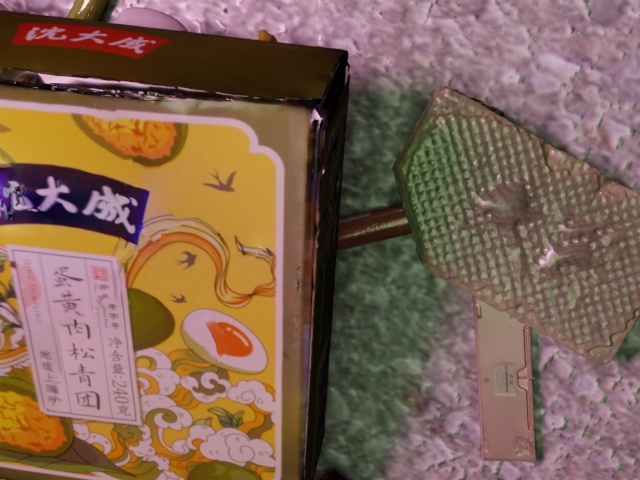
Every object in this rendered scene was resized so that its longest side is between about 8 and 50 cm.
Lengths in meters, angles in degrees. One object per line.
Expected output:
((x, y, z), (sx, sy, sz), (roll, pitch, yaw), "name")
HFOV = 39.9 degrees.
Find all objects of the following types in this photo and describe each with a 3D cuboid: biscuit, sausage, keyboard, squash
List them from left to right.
((-0.208, -0.221, 0.806), (0.027, 0.027, 0.083), (32, 105, 1), "squash")
((0.000, 0.000, 0.819), (0.223, 0.029, 0.029), (-14, 99, 12), "sausage")
((0.175, 0.127, 0.826), (0.055, 0.017, 0.165), (-2, 101, 14), "keyboard")
((0.176, -0.013, 0.761), (0.252, 0.052, 0.150), (30, 99, -4), "biscuit")

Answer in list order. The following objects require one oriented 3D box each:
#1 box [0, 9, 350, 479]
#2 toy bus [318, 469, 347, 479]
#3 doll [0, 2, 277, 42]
((-0.177, 0.033, 0.735), (0.373, 0.138, 0.420), (8, 122, 7), "box")
((-0.093, 0.403, 0.885), (0.093, 0.092, 0.409), (40, 103, 2), "toy bus")
((-0.218, -0.136, 0.779), (0.365, 0.094, 0.160), (8, 133, 9), "doll")
